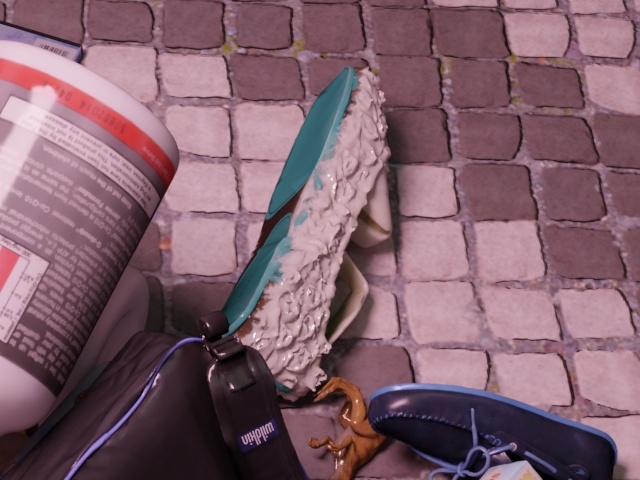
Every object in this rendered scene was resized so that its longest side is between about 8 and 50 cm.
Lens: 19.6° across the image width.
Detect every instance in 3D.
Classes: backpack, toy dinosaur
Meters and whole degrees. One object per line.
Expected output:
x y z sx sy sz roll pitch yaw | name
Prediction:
-0.137 0.239 1.611 0.276 0.213 0.263 -48 114 -22 | backpack
0.049 0.178 1.822 0.112 0.064 0.211 49 60 -4 | toy dinosaur

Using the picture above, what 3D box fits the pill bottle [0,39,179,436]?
-0.285 0.032 1.558 0.210 0.210 0.363 23 73 10 | pill bottle

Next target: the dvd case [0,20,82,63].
-0.390 -0.152 2.033 0.180 0.022 0.253 17 51 6 | dvd case

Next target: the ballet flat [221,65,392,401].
0.000 0.000 1.924 0.147 0.147 0.409 19 54 7 | ballet flat

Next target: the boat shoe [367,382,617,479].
0.168 0.201 1.762 0.258 0.109 0.089 14 65 -11 | boat shoe

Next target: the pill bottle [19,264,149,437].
-0.347 0.055 1.763 0.334 0.188 0.188 21 51 9 | pill bottle

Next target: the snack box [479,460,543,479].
0.203 0.370 1.575 0.322 0.060 0.187 52 55 -9 | snack box
